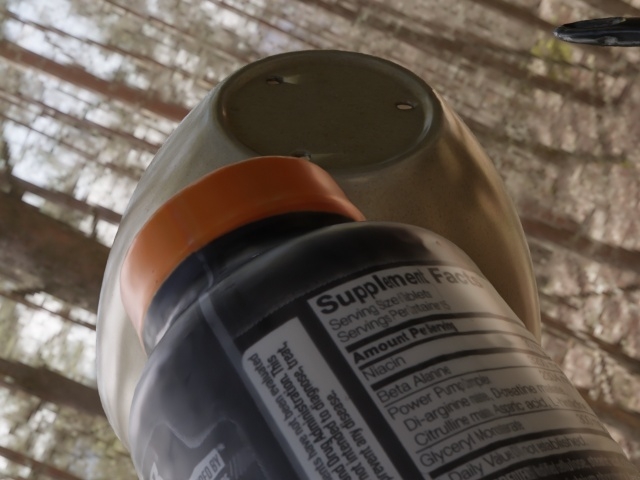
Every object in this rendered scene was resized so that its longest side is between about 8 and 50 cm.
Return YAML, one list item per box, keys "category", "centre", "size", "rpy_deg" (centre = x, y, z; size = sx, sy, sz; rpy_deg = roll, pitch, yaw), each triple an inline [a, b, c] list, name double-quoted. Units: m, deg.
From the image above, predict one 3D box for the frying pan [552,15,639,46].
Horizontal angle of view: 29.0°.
- category: "frying pan"
  centre: [0.311, -0.118, 0.796]
  size: [0.197, 0.326, 0.053]
  rpy_deg: [-62, -40, -61]

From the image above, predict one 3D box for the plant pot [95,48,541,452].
- category: "plant pot"
  centre: [0.000, 0.000, 0.741]
  size: [0.284, 0.284, 0.191]
  rpy_deg: [-73, -12, -50]

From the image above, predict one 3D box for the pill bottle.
- category: "pill bottle"
  centre: [0.025, 0.084, 0.369]
  size: [0.246, 0.130, 0.130]
  rpy_deg: [56, 132, 34]
